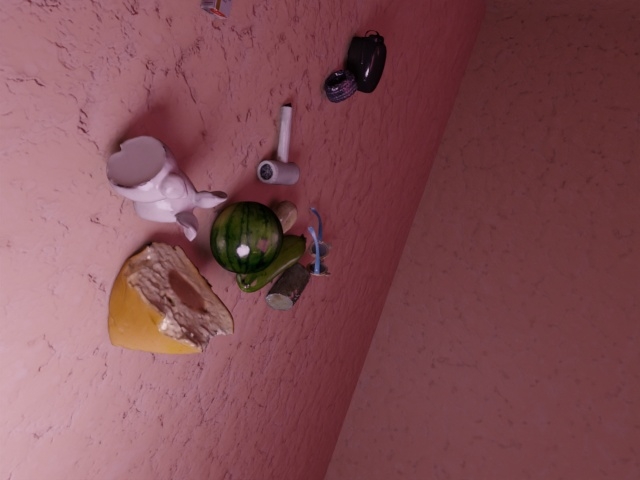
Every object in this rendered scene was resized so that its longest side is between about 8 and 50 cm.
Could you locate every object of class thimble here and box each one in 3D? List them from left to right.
[{"bbox_3d":[0.062,-0.509,1.436,0.104,0.095,0.066,-31,136,-3],"label":"thimble"}]

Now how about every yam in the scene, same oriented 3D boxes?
[{"bbox_3d":[-0.103,0.155,1.517,0.183,0.107,0.107,-57,152,-33],"label":"yam"}]

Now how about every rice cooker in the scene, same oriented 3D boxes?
[{"bbox_3d":[0.160,-0.624,1.526,0.142,0.118,0.203,-32,135,-54],"label":"rice cooker"}]

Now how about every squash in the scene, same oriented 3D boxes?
[{"bbox_3d":[-0.146,0.057,1.348,0.395,0.107,0.107,-37,138,-59],"label":"squash"}]

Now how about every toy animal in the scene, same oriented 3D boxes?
[{"bbox_3d":[-0.298,-0.101,0.841,0.128,0.178,0.193,-61,151,-19],"label":"toy animal"}]

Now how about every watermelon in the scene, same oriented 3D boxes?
[{"bbox_3d":[-0.190,0.007,1.123,0.188,0.187,0.215,4,87,-65],"label":"watermelon"}]

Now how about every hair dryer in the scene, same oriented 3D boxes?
[{"bbox_3d":[-0.108,-0.278,1.257,0.131,0.073,0.237,-10,112,-62],"label":"hair dryer"}]

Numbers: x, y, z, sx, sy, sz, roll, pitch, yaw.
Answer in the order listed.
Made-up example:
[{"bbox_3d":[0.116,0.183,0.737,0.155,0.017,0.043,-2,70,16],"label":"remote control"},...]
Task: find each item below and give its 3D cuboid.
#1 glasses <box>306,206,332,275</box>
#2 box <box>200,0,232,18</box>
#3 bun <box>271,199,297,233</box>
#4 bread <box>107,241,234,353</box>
[{"bbox_3d":[-0.030,0.003,1.570,0.190,0.088,0.221,-84,158,-50],"label":"glasses"},{"bbox_3d":[-0.196,-0.580,0.900,0.055,0.039,0.218,0,106,-63],"label":"box"},{"bbox_3d":[-0.122,-0.074,1.360,0.115,0.069,0.115,-47,164,-18],"label":"bun"},{"bbox_3d":[-0.314,0.112,0.922,0.183,0.223,0.212,-35,129,-61],"label":"bread"}]
